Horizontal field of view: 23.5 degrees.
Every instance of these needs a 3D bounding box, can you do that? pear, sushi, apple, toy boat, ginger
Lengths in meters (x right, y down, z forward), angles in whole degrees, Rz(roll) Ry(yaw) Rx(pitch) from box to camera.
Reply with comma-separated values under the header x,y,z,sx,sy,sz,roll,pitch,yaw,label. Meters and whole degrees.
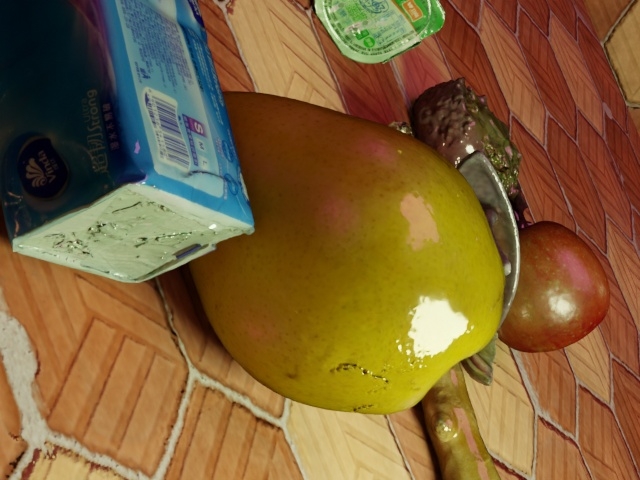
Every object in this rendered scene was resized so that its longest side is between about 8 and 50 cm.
x,y,z,sx,sy,sz,roll,pitch,yaw,label
0.011,-0.003,1.400,0.336,0.285,0.285,62,23,-9,pear
0.210,-0.118,2.162,0.161,0.107,0.241,26,46,-52,sushi
0.298,0.064,2.086,0.168,0.181,0.181,60,23,0,apple
0.190,0.058,1.892,0.293,0.111,0.276,-81,170,-54,toy boat
0.156,0.219,1.776,0.118,0.065,0.299,34,36,-60,ginger

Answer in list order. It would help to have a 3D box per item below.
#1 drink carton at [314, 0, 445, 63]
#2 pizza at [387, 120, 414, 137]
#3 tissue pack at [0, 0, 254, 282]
x,y,z,sx,sy,sz,roll,pitch,yaw,label
0.071,-0.334,2.032,0.146,0.144,0.142,54,16,-28,drink carton
0.109,-0.047,1.940,0.185,0.052,0.195,55,26,-67,pizza
-0.177,-0.118,1.255,0.198,0.146,0.263,22,48,-61,tissue pack
